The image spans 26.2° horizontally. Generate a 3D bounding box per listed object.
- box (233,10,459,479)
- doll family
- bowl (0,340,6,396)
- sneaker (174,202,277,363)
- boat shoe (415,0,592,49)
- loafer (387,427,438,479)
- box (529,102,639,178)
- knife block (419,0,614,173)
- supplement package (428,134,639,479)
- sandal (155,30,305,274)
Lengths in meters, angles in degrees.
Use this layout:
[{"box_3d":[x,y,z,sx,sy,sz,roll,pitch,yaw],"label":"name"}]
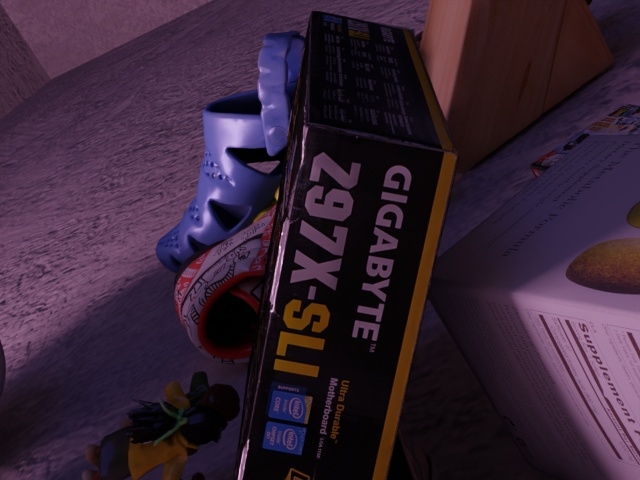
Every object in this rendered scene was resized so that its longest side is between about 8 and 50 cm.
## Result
[{"box_3d":[0.005,0.023,0.789,0.079,0.257,0.322,11,18,-4],"label":"box"},{"box_3d":[-0.098,0.157,0.862,0.111,0.076,0.193,-25,48,27],"label":"doll family"},{"box_3d":[-0.395,0.171,1.247,0.298,0.134,0.298,-28,18,10],"label":"bowl"},{"box_3d":[0.000,0.001,1.125,0.270,0.090,0.145,-35,18,2],"label":"sneaker"},{"box_3d":[0.158,-0.188,1.363,0.307,0.110,0.104,-38,20,12],"label":"boat shoe"},{"box_3d":[0.041,0.144,0.747,0.045,0.039,0.125,-27,18,13],"label":"loafer"},{"box_3d":[0.225,-0.062,1.016,0.094,0.027,0.137,-33,17,-8],"label":"box"},{"box_3d":[0.145,-0.226,1.239,0.276,0.242,0.088,-36,17,-13],"label":"knife block"},{"box_3d":[0.183,0.040,0.635,0.139,0.134,0.244,-38,19,-19],"label":"supplement package"},{"box_3d":[-0.060,-0.086,1.315,0.317,0.138,0.126,-44,13,26],"label":"sandal"}]
